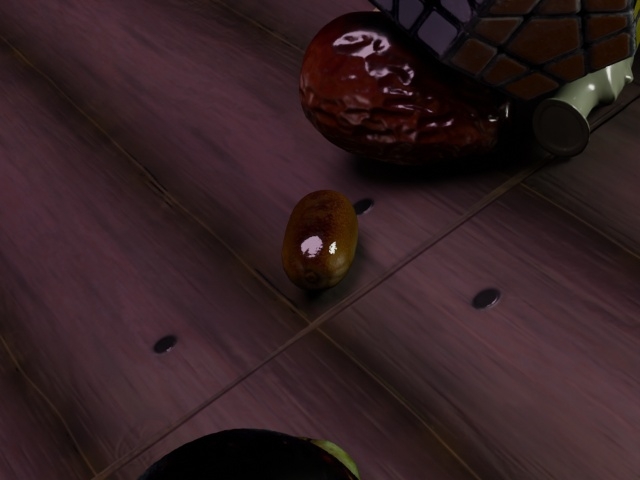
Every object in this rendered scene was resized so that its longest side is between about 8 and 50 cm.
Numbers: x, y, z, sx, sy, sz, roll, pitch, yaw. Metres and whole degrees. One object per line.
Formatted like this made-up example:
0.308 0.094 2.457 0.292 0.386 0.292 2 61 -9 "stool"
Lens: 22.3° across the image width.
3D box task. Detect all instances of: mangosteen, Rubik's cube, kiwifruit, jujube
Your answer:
-0.057 0.240 1.200 0.243 0.243 0.243 -20 33 13 "mangosteen"
0.192 -0.296 1.563 0.264 0.319 0.319 -56 27 18 "Rubik's cube"
0.000 0.000 1.611 0.075 0.075 0.124 -17 38 18 "kiwifruit"
0.093 -0.153 1.688 0.236 0.168 0.168 17 52 27 "jujube"

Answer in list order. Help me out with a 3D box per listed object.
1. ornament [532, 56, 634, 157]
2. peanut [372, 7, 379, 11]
0.270 -0.159 1.632 0.081 0.075 0.156 13 47 25 "ornament"
0.069 -0.267 1.967 0.083 0.037 0.037 -21 33 7 "peanut"
